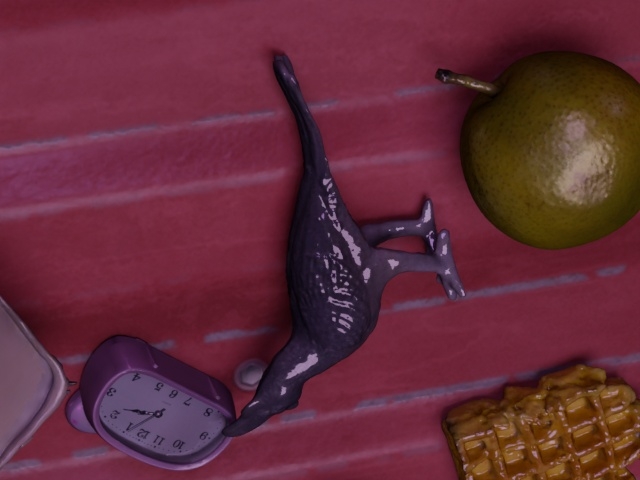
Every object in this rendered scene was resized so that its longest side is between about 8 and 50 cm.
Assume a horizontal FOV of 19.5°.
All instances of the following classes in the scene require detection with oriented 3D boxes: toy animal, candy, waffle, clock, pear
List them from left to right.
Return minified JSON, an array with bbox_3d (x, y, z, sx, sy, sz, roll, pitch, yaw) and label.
[{"bbox_3d":[-0.331,0.110,1.575,0.185,0.137,0.195,-50,127,-19],"label":"candy"},{"bbox_3d":[-0.157,0.163,1.732,0.152,0.050,0.110,30,107,-29],"label":"clock"},{"bbox_3d":[0.031,0.015,1.685,0.205,0.081,0.367,0,113,-21],"label":"toy animal"},{"bbox_3d":[0.196,-0.096,1.642,0.216,0.166,0.180,43,115,-9],"label":"pear"},{"bbox_3d":[0.239,0.205,1.875,0.211,0.055,0.160,-22,124,-4],"label":"waffle"}]
